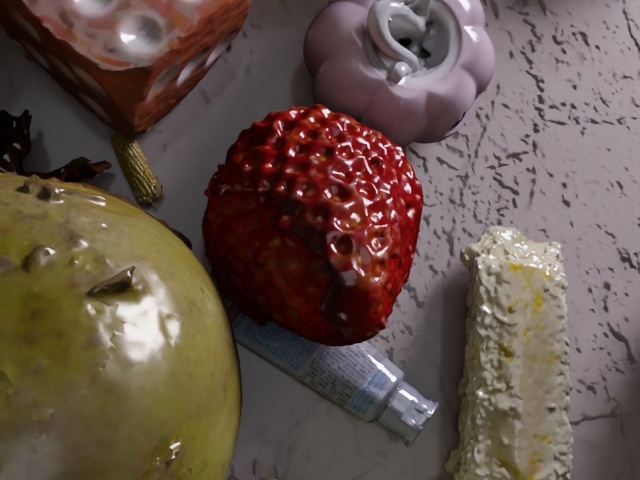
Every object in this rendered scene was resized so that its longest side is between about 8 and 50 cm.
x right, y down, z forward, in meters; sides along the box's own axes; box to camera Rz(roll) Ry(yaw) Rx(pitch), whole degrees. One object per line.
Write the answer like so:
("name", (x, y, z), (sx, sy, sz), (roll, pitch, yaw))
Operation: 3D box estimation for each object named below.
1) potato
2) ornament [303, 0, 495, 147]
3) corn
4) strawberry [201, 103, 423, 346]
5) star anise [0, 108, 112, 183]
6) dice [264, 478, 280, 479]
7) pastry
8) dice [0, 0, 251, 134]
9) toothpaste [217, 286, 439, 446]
("potato", (-0.266, 0.156, 0.805), (0.442, 0.319, 0.385), (-42, 113, 0))
("ornament", (0.073, -0.172, 1.024), (0.178, 0.177, 0.177), (1, 83, -6))
("corn", (-0.173, -0.067, 1.051), (0.028, 0.027, 0.083), (-27, 86, 12))
("strawberry", (0.000, 0.000, 0.924), (0.205, 0.244, 0.205), (-4, 116, -9))
("star anise", (-0.320, -0.018, 0.966), (0.346, 0.148, 0.237), (19, 82, -21))
("dice", (-0.013, 0.348, 0.909), (0.233, 0.238, 0.226), (34, 81, -2))
("pastry", (0.185, 0.114, 1.041), (0.121, 0.089, 0.258), (8, 85, -18))
("dice", (-0.176, -0.215, 0.990), (0.175, 0.179, 0.174), (42, 76, 2))
("toothpaste", (0.002, 0.103, 1.039), (0.234, 0.057, 0.089), (36, 78, 7))
